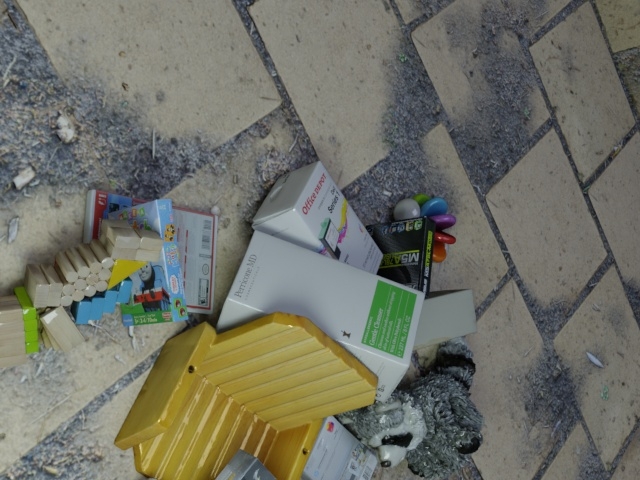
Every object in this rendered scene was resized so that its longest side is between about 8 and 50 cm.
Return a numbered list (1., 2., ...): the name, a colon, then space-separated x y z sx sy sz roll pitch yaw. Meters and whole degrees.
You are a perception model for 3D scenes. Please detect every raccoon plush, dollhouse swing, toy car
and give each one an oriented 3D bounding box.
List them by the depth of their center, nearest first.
1. dollhouse swing: -0.113 0.340 1.660 0.347 0.305 0.315 44 56 -31
2. raccoon plush: 0.197 0.349 2.085 0.299 0.216 0.446 37 29 -22
3. toy car: 0.271 -0.029 2.202 0.159 0.136 0.182 7 78 -42

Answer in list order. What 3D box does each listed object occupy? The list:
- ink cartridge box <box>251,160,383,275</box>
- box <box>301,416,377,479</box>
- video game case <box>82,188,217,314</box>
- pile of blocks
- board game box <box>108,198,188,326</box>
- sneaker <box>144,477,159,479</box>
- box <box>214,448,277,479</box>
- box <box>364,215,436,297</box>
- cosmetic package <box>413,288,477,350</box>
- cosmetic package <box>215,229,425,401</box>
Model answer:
1. ink cartridge box: 0.000 0.000 1.921 0.278 0.117 0.201 55 33 -22
2. box: 0.037 0.490 1.959 0.186 0.038 0.145 47 53 -29
3. video game case: -0.321 0.027 1.708 0.285 0.025 0.204 12 75 -42
4. pile of blocks: -0.431 0.085 1.502 0.362 0.112 0.149 -30 124 -14
5. board game box: -0.308 0.043 1.589 0.039 0.160 0.211 -6 87 -44
6. sneaker: -0.251 0.545 1.649 0.129 0.111 0.297 -54 126 -49
7. box: -0.130 0.522 1.632 0.183 0.056 0.231 -49 127 -23
8. box: 0.173 0.046 2.060 0.045 0.190 0.184 25 67 -41
9. cosmetic package: 0.209 0.191 2.092 0.309 0.160 0.113 -7 89 -43
10. cosmetic package: -0.002 0.149 1.761 0.365 0.155 0.197 20 49 -4
